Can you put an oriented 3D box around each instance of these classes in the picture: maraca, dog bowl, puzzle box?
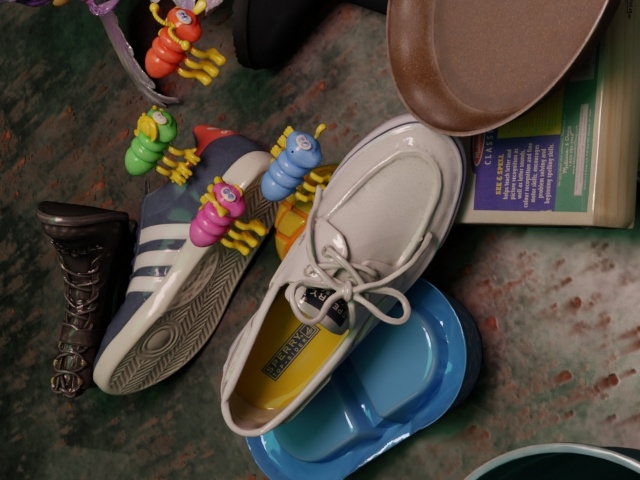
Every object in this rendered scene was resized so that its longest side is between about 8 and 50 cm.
[{"bbox_3d":[0.000,0.000,1.220,0.127,0.099,0.185,-17,56,49],"label":"maraca"},{"bbox_3d":[0.046,0.153,1.206,0.297,0.074,0.166,-38,67,26],"label":"dog bowl"},{"bbox_3d":[0.198,-0.213,1.075,0.272,0.052,0.408,4,89,60],"label":"puzzle box"}]

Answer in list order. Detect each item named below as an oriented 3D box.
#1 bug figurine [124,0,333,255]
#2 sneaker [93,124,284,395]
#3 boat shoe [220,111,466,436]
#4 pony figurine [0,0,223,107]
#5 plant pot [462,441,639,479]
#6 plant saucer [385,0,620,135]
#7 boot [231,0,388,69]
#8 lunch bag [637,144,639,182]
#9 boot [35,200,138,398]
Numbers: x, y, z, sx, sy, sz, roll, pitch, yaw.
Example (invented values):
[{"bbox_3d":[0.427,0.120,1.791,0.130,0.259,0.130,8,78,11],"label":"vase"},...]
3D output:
[{"bbox_3d":[-0.115,-0.106,1.178,0.279,0.072,0.216,46,125,17],"label":"bug figurine"},{"bbox_3d":[-0.180,0.019,1.345,0.148,0.131,0.350,41,100,31],"label":"sneaker"},{"bbox_3d":[0.012,0.044,1.071,0.136,0.156,0.367,36,108,-6],"label":"boat shoe"},{"bbox_3d":[-0.285,-0.347,1.320,0.303,0.364,0.350,-41,68,52],"label":"pony figurine"},{"bbox_3d":[0.260,0.294,0.937,0.272,0.255,0.271,-3,85,35],"label":"plant pot"},{"bbox_3d":[0.170,-0.239,0.999,0.311,0.050,0.310,-27,57,52],"label":"plant saucer"},{"bbox_3d":[0.013,-0.266,1.233,0.207,0.094,0.246,16,139,9],"label":"boot"},{"bbox_3d":[0.346,-0.148,1.010,0.176,0.090,0.218,14,94,35],"label":"lunch bag"},{"bbox_3d":[-0.284,0.077,1.352,0.091,0.263,0.228,9,85,8],"label":"boot"}]
